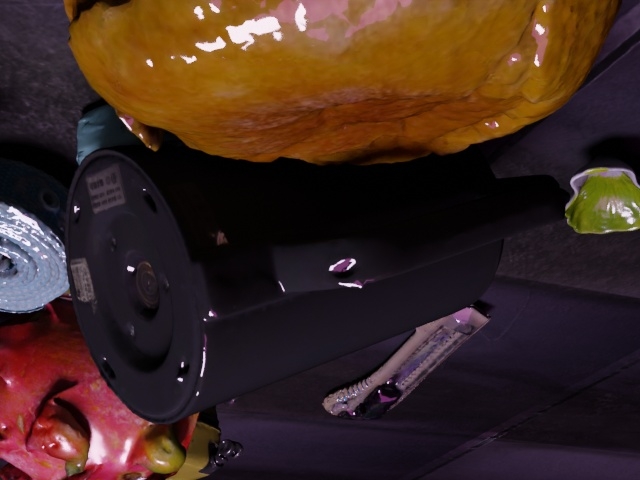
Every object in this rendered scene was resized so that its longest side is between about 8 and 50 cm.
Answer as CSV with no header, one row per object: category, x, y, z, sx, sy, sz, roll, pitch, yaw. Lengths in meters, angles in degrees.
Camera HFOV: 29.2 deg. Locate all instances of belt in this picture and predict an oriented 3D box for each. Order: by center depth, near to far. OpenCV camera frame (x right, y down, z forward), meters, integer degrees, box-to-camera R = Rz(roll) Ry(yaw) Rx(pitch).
belt,-0.291,-0.011,1.078,0.163,0.082,0.147,37,125,-27

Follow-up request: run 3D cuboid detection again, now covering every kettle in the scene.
kettle,-0.007,-0.011,0.945,0.308,0.203,0.262,-14,156,-35

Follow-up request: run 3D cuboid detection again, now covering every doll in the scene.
doll,-0.123,-0.098,0.984,0.159,0.059,0.158,20,146,-38

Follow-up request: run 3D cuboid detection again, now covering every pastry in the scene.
pastry,0.011,-0.141,0.746,0.355,0.164,0.356,1,170,0

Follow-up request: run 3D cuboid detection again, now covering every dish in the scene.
dish,0.271,-0.052,1.160,0.091,0.039,0.137,-9,153,19

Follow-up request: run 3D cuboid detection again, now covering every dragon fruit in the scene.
dragon fruit,-0.267,0.161,1.246,0.307,0.227,0.243,-19,108,19

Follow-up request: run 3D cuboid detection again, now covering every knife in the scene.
knife,0.104,0.163,1.553,0.089,0.043,0.365,6,151,-23

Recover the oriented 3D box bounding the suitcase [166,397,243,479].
suitcase,-0.240,0.223,1.506,0.234,0.143,0.194,-23,149,30
